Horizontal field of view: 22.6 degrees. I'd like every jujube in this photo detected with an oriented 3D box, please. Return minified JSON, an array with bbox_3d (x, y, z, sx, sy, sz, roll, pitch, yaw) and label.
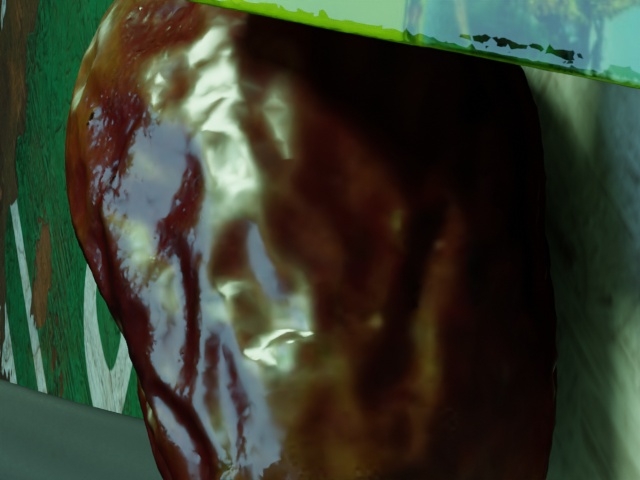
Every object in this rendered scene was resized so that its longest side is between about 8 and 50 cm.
[{"bbox_3d":[0.000,0.000,0.727,0.223,0.223,0.318,122,144,-56],"label":"jujube"}]

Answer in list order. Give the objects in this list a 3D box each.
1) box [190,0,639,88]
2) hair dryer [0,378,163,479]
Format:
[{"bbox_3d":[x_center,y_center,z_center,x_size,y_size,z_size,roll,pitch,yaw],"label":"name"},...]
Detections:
[{"bbox_3d":[0.088,-0.147,0.520,0.335,0.047,0.187,17,107,39],"label":"box"},{"bbox_3d":[-0.035,0.046,0.860,0.121,0.301,0.361,-48,19,56],"label":"hair dryer"}]
